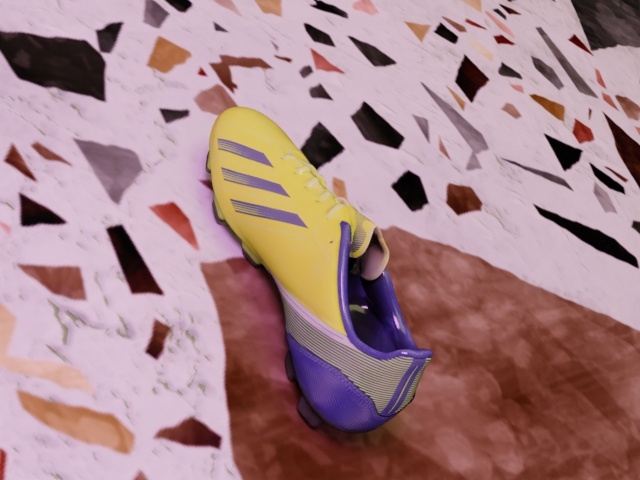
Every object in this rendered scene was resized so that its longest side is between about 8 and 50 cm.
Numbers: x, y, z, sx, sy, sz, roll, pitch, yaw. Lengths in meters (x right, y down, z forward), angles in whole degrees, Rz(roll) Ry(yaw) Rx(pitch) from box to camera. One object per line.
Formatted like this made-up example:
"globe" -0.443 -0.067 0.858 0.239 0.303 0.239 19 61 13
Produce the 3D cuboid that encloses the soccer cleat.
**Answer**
"soccer cleat" 0.001 0.000 0.848 0.093 0.121 0.289 4 50 -40
